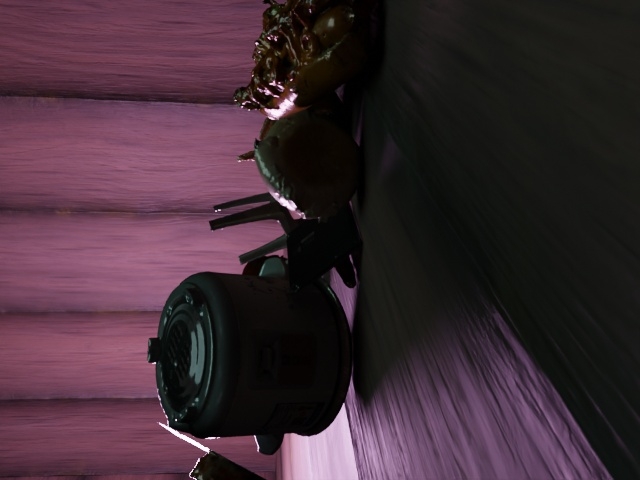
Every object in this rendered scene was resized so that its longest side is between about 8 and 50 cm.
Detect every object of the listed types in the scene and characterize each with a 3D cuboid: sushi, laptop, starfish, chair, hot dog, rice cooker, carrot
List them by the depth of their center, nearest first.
[{"bbox_3d":[-0.034,-0.272,0.970,0.349,0.117,0.158,172,107,-67],"label":"hot dog"},{"bbox_3d":[-0.111,0.393,1.054,0.069,0.320,0.339,-62,-2,-20],"label":"sushi"},{"bbox_3d":[0.000,0.000,1.054,0.016,0.129,0.180,46,-165,-25],"label":"laptop"},{"bbox_3d":[-0.094,0.176,1.069,0.264,0.316,0.317,-13,74,54],"label":"rice cooker"},{"bbox_3d":[0.032,0.029,1.071,0.165,0.035,0.036,-104,16,-60],"label":"carrot"},{"bbox_3d":[-0.073,-0.200,1.317,0.053,0.209,0.150,43,155,31],"label":"starfish"},{"bbox_3d":[-0.074,-0.051,1.385,0.203,0.274,0.191,-112,0,-71],"label":"chair"}]

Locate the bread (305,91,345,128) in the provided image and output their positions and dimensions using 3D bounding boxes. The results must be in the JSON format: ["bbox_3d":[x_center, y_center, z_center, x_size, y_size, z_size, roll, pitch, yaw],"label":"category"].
[{"bbox_3d":[-0.014,-0.173,1.171,0.213,0.104,0.214,-173,90,-75],"label":"bread"}]

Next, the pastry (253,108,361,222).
[{"bbox_3d":[-0.015,-0.108,0.988,0.088,0.165,0.166,123,148,-65],"label":"pastry"}]

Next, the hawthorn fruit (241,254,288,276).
[{"bbox_3d":[-0.114,0.139,1.782,0.185,0.185,0.202,-110,18,-74],"label":"hawthorn fruit"}]
